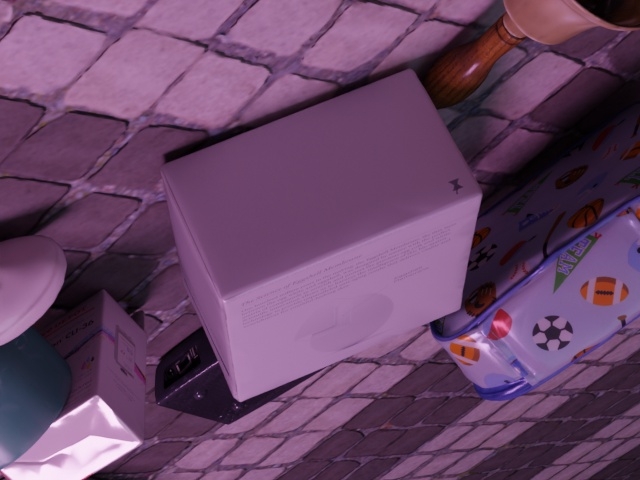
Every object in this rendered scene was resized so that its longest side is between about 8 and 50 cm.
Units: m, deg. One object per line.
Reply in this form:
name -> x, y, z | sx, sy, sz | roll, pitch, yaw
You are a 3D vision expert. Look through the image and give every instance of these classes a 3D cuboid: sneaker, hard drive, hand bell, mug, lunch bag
sneaker -> -0.299, 0.042, 1.134 | 0.212, 0.080, 0.094 | -24, 144, -4
hard drive -> -0.035, 0.096, 1.516 | 0.255, 0.054, 0.172 | -33, 155, 14
hand bell -> 0.143, -0.162, 1.162 | 0.126, 0.126, 0.242 | -8, 163, -35
mug -> -0.277, 0.118, 1.202 | 0.129, 0.158, 0.097 | -42, 118, -6
lunch bag -> 0.240, 0.002, 1.417 | 0.303, 0.115, 0.243 | -35, -162, 16

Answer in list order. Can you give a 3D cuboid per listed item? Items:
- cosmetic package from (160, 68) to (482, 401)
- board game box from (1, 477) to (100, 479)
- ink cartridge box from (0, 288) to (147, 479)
cosmetic package -> 0.000, 0.000, 1.258 | 0.224, 0.138, 0.224 | -22, 157, -11
board game box -> -0.324, 0.367, 1.718 | 0.224, 0.097, 0.303 | -31, 154, 13
ink cartridge box -> -0.214, 0.122, 1.297 | 0.115, 0.198, 0.067 | -32, 118, 13
